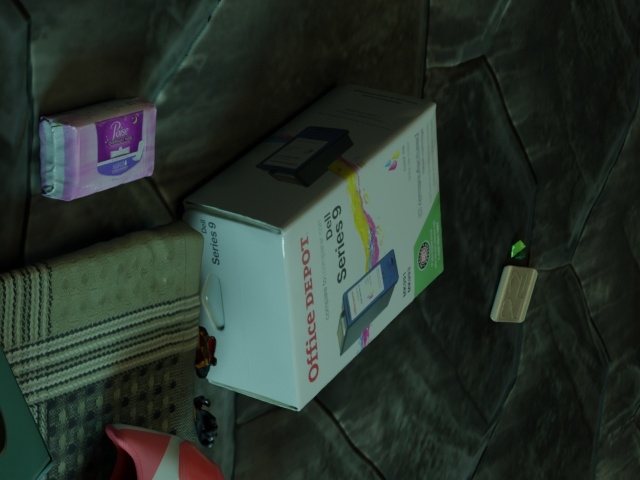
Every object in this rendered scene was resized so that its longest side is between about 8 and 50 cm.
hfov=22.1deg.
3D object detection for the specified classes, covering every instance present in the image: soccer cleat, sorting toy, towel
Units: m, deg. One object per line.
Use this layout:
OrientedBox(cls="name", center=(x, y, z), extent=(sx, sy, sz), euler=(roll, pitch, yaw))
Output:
OrientedBox(cls="soccer cleat", center=(-0.138, 0.233, 1.001), extent=(0.095, 0.083, 0.248), euler=(31, 77, -25))
OrientedBox(cls="sorting toy", center=(0.192, 0.040, 1.615), extent=(0.062, 0.012, 0.083), euler=(8, 99, -55))
OrientedBox(cls="towel", center=(-0.188, 0.159, 1.007), extent=(0.324, 0.056, 0.312), euler=(-16, 113, -54))

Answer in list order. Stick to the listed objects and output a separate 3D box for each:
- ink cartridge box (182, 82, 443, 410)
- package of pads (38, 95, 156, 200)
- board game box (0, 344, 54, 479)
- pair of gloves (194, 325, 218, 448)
OrientedBox(cls="ink cartridge box", center=(0.000, 0.000, 1.199), extent=(0.212, 0.093, 0.154), euler=(-38, 134, -44))
OrientedBox(cls="package of pads", center=(-0.137, -0.058, 1.004), extent=(0.083, 0.032, 0.050), euler=(-23, 123, -54))
OrientedBox(cls="board game box", center=(-0.231, -0.006, 0.603), extent=(0.254, 0.079, 0.336), euler=(-64, 134, -74))
OrientedBox(cls="pair of gloves", center=(-0.083, 0.100, 1.129), extent=(0.010, 0.074, 0.083), euler=(-4, 94, -17))
